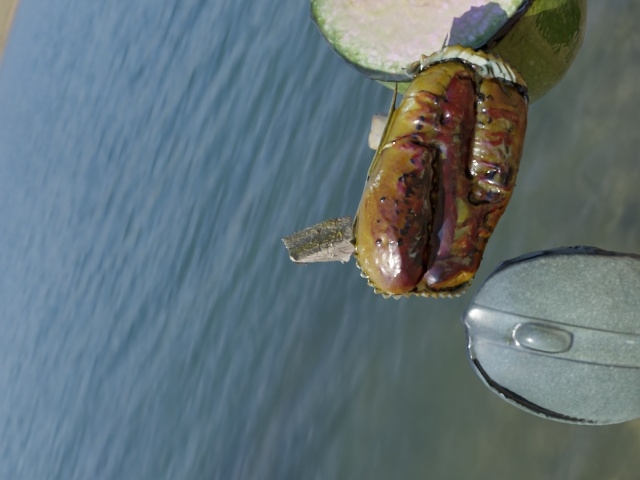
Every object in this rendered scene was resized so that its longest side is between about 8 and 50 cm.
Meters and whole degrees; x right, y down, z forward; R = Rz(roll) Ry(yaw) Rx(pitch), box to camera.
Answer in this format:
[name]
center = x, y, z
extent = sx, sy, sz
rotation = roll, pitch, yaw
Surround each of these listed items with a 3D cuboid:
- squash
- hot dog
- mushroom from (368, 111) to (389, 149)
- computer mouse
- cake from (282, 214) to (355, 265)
[squash]
center = 0.185, -0.294, 1.240
extent = 0.310, 0.309, 0.310
rotation = -7, 75, 27
[hot dog]
center = 0.129, -0.063, 1.016
extent = 0.082, 0.163, 0.270
rotation = 19, 91, 64
[mushroom]
center = 0.202, -0.193, 1.745
extent = 0.206, 0.209, 0.206
rotation = -164, 90, -70
[computer mouse]
center = 0.338, 0.104, 1.140
extent = 0.114, 0.374, 0.203
rotation = 39, 123, 57
[cake]
center = 0.000, 0.000, 1.412
extent = 0.065, 0.121, 0.052
rotation = -48, 62, 33
